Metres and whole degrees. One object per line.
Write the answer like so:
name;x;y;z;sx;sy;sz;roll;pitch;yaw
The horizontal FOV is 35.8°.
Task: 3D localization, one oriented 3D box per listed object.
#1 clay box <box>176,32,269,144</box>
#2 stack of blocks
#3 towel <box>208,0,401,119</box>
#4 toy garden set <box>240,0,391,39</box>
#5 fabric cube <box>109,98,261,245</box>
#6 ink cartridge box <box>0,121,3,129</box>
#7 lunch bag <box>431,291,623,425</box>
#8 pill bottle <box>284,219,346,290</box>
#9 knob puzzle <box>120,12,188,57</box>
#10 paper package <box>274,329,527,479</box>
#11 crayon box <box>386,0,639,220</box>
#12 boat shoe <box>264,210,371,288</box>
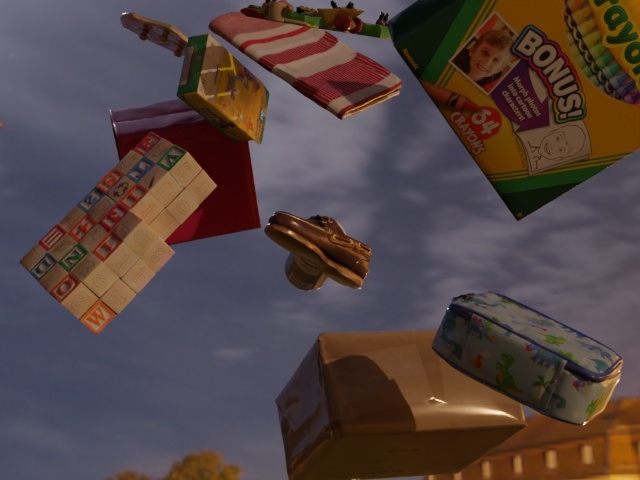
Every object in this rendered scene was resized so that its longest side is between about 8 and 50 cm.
clay box;-0.178;-0.277;1.873;0.053;0.127;0.222;-4;-24;29
stack of blocks;-0.304;-0.018;1.539;0.171;0.297;0.087;30;-17;47
towel;-0.024;-0.356;1.908;0.237;0.329;0.037;-32;-27;-50
toy garden set;-0.010;-0.379;1.647;0.244;0.049;0.204;13;12;18
fabric cube;-0.289;-0.152;2.095;0.258;0.254;0.259;-11;22;-11
ink cartridge box;-0.697;-0.172;1.690;0.193;0.234;0.088;41;-28;-11
lunch bag;0.263;0.141;1.251;0.219;0.090;0.176;27;13;27
pill bottle;-0.007;0.022;1.622;0.078;0.078;0.137;5;-28;-15
knob puzzle;-0.343;-0.423;2.081;0.213;0.030;0.213;23;-4;2
paper package;0.118;0.272;1.605;0.325;0.168;0.309;0;-27;-18
crayon box;0.326;-0.253;1.445;0.313;0.106;0.363;-32;-60;15
boat shoe;0.000;0.000;1.447;0.073;0.073;0.207;11;-17;43
